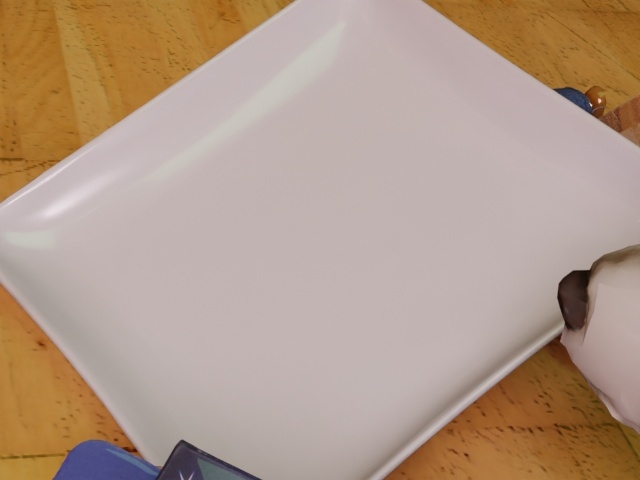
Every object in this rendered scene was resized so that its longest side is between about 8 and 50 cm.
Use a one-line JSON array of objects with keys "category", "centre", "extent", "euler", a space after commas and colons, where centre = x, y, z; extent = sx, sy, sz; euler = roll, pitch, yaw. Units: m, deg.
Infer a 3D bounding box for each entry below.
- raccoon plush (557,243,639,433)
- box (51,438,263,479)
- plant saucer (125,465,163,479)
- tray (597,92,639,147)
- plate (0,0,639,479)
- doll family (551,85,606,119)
[{"category": "raccoon plush", "centre": [0.295, 0.097, 0.466], "extent": [0.446, 0.299, 0.216], "euler": [8, 34, -7]}, {"category": "box", "centre": [-0.005, 0.145, 0.355], "extent": [0.225, 0.036, 0.136], "euler": [22, 59, 15]}, {"category": "plant saucer", "centre": [0.007, 0.223, 0.352], "extent": [0.259, 0.048, 0.258], "euler": [20, 59, 13]}, {"category": "tray", "centre": [0.344, -0.055, 0.810], "extent": [0.411, 0.076, 0.203], "euler": [-27, 87, -44]}, {"category": "plate", "centre": [0.000, 0.000, 0.666], "extent": [0.277, 0.045, 0.278], "euler": [-37, 52, -14]}, {"category": "doll family", "centre": [0.114, -0.050, 0.782], "extent": [0.163, 0.118, 0.263], "euler": [-6, 38, -24]}]
